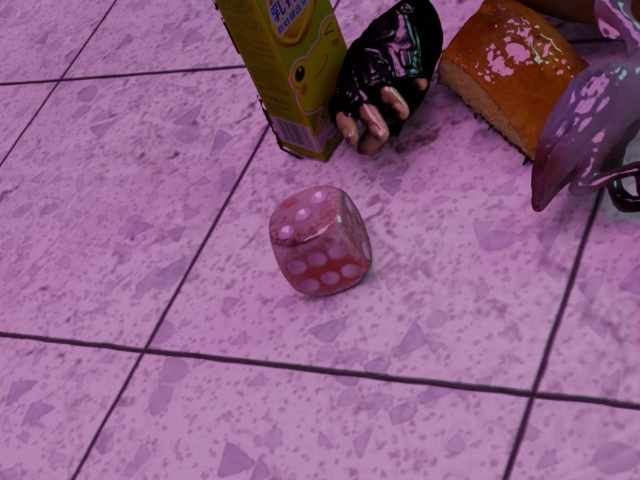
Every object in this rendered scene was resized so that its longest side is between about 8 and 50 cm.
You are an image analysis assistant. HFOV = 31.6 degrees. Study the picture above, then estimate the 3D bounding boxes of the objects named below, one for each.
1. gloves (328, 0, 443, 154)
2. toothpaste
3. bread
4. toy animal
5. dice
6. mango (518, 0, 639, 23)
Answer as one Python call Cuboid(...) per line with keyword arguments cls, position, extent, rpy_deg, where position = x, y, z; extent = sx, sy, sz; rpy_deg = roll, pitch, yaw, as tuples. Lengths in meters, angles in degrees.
Cuboid(cls="gloves", position=(0.076, -0.190, 1.366), extent=(0.124, 0.164, 0.203), rpy_deg=(25, 48, 22))
Cuboid(cls="toothpaste", position=(-0.039, -0.242, 1.362), extent=(0.077, 0.327, 0.110), rpy_deg=(22, 62, 34))
Cuboid(cls="bread", position=(0.218, -0.205, 1.303), extent=(0.129, 0.134, 0.260), rpy_deg=(-37, 40, -2))
Cuboid(cls="toy animal", position=(0.304, -0.142, 1.171), extent=(0.195, 0.090, 0.324), rpy_deg=(-9, 68, 13))
Cuboid(cls="dice", position=(0.000, 0.000, 1.274), extent=(0.093, 0.094, 0.091), rpy_deg=(-22, 43, 16))
Cuboid(cls="mango", position=(0.330, -0.353, 1.296), extent=(0.384, 0.199, 0.221), rpy_deg=(26, 94, 17))
